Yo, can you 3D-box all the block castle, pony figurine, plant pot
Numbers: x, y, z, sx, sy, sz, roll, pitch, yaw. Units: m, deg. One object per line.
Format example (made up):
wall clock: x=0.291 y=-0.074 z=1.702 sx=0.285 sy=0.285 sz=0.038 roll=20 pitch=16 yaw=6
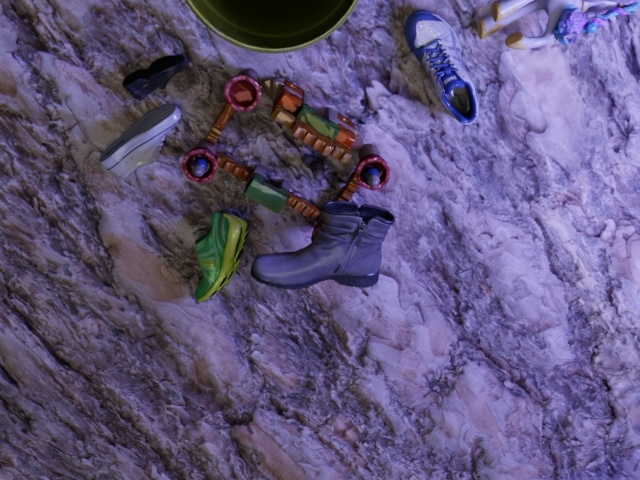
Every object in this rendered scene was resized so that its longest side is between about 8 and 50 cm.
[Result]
block castle: x=-0.078 y=-0.193 z=1.631 sx=0.453 sy=0.213 sz=0.303 roll=30 pitch=113 yaw=-15
pony figurine: x=0.545 y=-0.578 z=1.439 sx=0.363 sy=0.303 sz=0.351 roll=-12 pitch=149 yaw=2
plant pot: x=-0.094 y=-0.608 z=1.332 sx=0.366 sy=0.353 sz=0.366 roll=-1 pitch=121 yaw=-1

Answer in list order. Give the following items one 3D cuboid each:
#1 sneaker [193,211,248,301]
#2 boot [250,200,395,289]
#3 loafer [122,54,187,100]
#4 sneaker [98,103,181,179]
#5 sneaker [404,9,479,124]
sneaker: x=-0.291 y=0.043 z=1.826 sx=0.123 sy=0.109 sz=0.295 roll=32 pitch=119 yaw=12
boot: x=0.000 y=0.000 z=1.606 sx=0.338 sy=0.118 sz=0.223 roll=-2 pitch=128 yaw=-12
loafer: x=-0.397 y=-0.400 z=1.613 sx=0.170 sy=0.062 sz=0.061 roll=-19 pitch=138 yaw=13
sneaker: x=-0.442 y=-0.250 z=1.677 sx=0.258 sy=0.094 sz=0.091 roll=-30 pitch=132 yaw=19
sneaker: x=0.305 y=-0.412 z=1.570 sx=0.112 sy=0.131 sz=0.296 roll=-31 pitch=112 yaw=16
